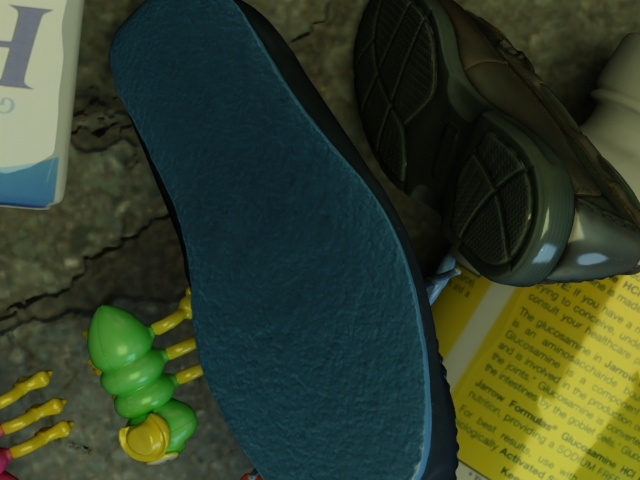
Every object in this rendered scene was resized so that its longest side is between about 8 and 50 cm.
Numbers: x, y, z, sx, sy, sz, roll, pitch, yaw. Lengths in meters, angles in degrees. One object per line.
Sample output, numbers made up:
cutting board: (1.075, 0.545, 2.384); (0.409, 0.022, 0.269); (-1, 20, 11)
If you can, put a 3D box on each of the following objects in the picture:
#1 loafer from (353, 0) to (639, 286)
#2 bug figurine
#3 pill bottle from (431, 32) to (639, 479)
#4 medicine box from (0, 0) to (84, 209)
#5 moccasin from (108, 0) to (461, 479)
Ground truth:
loafer: (0.092, -0.055, 0.916); (0.084, 0.267, 0.096); (10, 119, -24)
bug figurine: (-0.119, 0.152, 0.931); (0.279, 0.072, 0.216); (-23, 94, 26)
pill bottle: (0.152, 0.058, 0.979); (0.188, 0.188, 0.334); (30, 93, -17)
medicine box: (-0.251, -0.176, 0.860); (0.264, 0.149, 0.289); (5, 99, -14)
moccasin: (0.000, 0.000, 0.875); (0.138, 0.342, 0.117); (-29, 147, 16)
